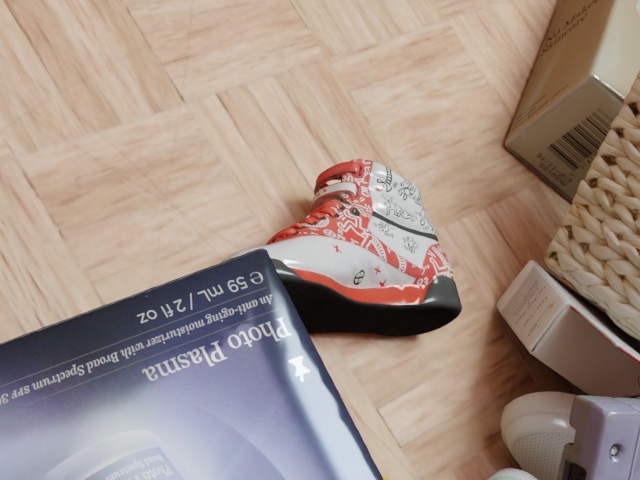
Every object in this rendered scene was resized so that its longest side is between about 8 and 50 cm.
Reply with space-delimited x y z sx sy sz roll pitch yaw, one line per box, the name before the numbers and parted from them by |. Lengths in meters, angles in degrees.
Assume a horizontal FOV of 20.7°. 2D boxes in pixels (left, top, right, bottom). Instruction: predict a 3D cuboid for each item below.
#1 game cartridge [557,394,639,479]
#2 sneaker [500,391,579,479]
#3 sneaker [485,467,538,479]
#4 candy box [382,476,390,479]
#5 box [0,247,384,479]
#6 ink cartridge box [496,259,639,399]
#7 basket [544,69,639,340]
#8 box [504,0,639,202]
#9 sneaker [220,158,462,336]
game cartridge | 0.269 0.301 1.375 0.230 0.068 0.355 6 99 -25
sneaker | 0.271 0.267 1.537 0.292 0.108 0.169 36 41 -17
sneaker | 0.197 0.321 1.429 0.256 0.094 0.151 48 31 2
candy box | 0.051 0.288 1.397 0.105 0.027 0.205 28 47 -19
box | -0.117 0.203 1.155 0.296 0.183 0.294 -21 77 -29
ink cartridge box | 0.316 0.153 1.583 0.296 0.066 0.261 35 8 -16
basket | 0.437 0.015 1.598 0.328 0.266 0.331 22 15 -39
box | 0.317 -0.194 1.868 0.121 0.148 0.311 38 43 -13
sneaker | 0.000 0.001 1.510 0.270 0.090 0.145 7 57 -41
